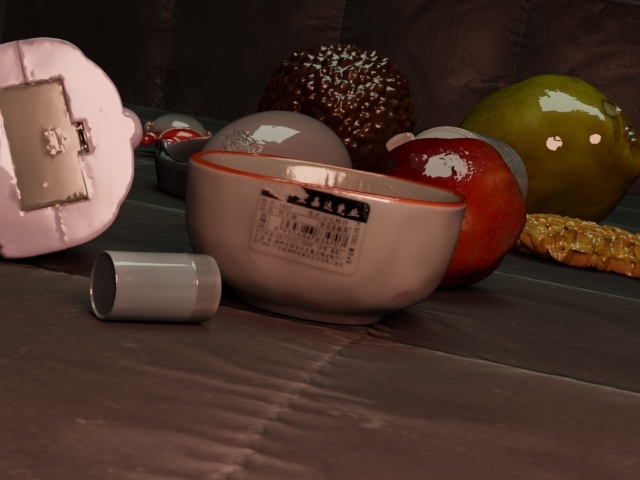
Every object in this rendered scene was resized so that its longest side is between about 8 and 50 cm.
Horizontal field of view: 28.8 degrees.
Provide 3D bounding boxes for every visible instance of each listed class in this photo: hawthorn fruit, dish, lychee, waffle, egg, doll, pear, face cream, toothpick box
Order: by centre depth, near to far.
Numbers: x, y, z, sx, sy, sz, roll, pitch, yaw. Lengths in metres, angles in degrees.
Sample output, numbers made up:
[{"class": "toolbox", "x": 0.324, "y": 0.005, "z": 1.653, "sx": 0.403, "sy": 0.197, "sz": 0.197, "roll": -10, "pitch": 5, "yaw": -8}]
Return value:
[{"class": "toothpick box", "x": -0.120, "y": 0.034, "z": 0.907, "sx": 0.083, "sy": 0.052, "sz": 0.052, "roll": 4, "pitch": 10, "yaw": -33}, {"class": "dish", "x": 0.000, "y": 0.000, "z": 1.059, "sx": 0.256, "sy": 0.117, "sz": 0.256, "roll": 9, "pitch": 8, "yaw": -1}, {"class": "hawthorn fruit", "x": 0.112, "y": -0.028, "z": 1.267, "sx": 0.188, "sy": 0.169, "sz": 0.169, "roll": -11, "pitch": 20, "yaw": -37}, {"class": "egg", "x": -0.053, "y": -0.076, "z": 1.427, "sx": 0.199, "sy": 0.146, "sz": 0.146, "roll": -3, "pitch": 14, "yaw": -33}, {"class": "waffle", "x": 0.367, "y": 0.005, "z": 1.703, "sx": 0.253, "sy": 0.056, "sz": 0.249, "roll": 9, "pitch": 8, "yaw": -22}, {"class": "face cream", "x": 0.177, "y": -0.084, "z": 1.715, "sx": 0.145, "sy": 0.145, "sz": 0.370, "roll": 13, "pitch": 6, "yaw": 22}, {"class": "lychee", "x": 0.034, "y": -0.193, "z": 1.951, "sx": 0.268, "sy": 0.267, "sz": 0.267, "roll": 10, "pitch": 8, "yaw": -1}, {"class": "pear", "x": 0.355, "y": -0.130, "z": 1.981, "sx": 0.321, "sy": 0.269, "sz": 0.269, "roll": -6, "pitch": -2, "yaw": 34}, {"class": "doll", "x": -0.249, "y": -0.179, "z": 2.193, "sx": 0.142, "sy": 0.076, "sz": 0.245, "roll": 9, "pitch": 12, "yaw": -14}]

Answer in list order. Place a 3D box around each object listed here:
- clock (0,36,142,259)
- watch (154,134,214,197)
[{"class": "clock", "x": -0.272, "y": -0.073, "z": 1.143, "sx": 0.189, "sy": 0.188, "sz": 0.254, "roll": 7, "pitch": -4, "yaw": -19}, {"class": "watch", "x": -0.137, "y": -0.106, "z": 1.714, "sx": 0.206, "sy": 0.068, "sz": 0.193, "roll": 8, "pitch": 21, "yaw": 38}]
